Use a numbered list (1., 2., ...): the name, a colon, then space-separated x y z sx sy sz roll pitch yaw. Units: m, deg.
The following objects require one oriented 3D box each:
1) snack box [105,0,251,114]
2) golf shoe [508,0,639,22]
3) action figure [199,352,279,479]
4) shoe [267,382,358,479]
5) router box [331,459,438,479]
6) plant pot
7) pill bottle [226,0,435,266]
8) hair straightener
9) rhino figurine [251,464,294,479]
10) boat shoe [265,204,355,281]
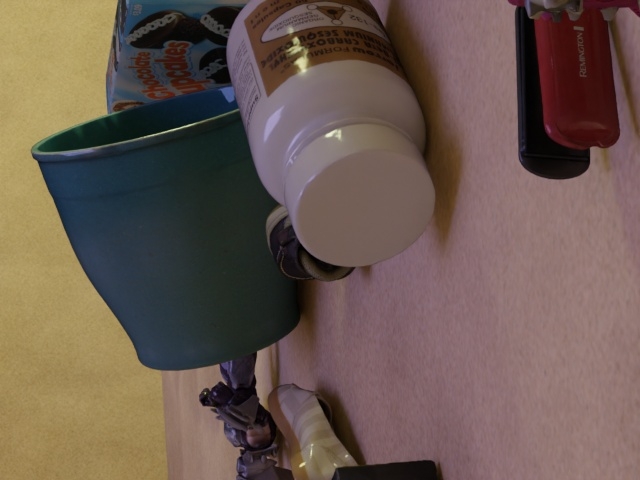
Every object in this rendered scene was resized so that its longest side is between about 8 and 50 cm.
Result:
1. snack box: -0.133 -0.217 1.514 0.322 0.187 0.060 127 139 -71
2. golf shoe: 0.139 -0.185 0.500 0.306 0.115 0.140 141 129 -73
3. action figure: -0.099 0.163 1.638 0.185 0.099 0.285 154 111 -71
4. shoe: -0.003 0.191 1.323 0.077 0.058 0.219 59 -179 -20
5. router box: 0.052 0.355 1.023 0.243 0.081 0.309 106 158 -53
6. plant pot: -0.138 -0.011 1.453 0.271 0.271 0.255 -139 34 -73
7. pill bottle: 0.008 -0.091 1.034 0.229 0.131 0.131 -108 20 -50
8. hair straightener: 0.114 -0.138 0.748 0.089 0.047 0.231 119 147 -66
9. rhino figurine: -0.027 0.310 1.390 0.243 0.073 0.106 -132 39 -68
10. boat shoe: 0.001 0.000 1.197 0.223 0.080 0.073 127 144 -64
